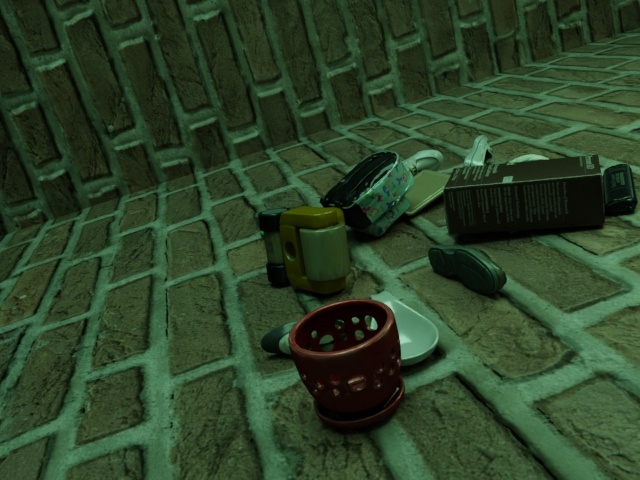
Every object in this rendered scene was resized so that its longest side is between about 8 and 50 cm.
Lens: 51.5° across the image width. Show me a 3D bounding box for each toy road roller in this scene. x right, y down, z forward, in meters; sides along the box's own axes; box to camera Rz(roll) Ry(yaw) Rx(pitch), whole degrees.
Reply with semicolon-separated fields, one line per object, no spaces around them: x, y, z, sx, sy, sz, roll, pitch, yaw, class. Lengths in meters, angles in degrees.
0.000;0.000;1.783;0.240;0.203;0.329;-17;15;-34;toy road roller

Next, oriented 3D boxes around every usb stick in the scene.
0.781;-0.138;1.738;0.077;0.045;0.278;-15;19;27;usb stick

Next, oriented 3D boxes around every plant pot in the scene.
0.056;0.220;1.169;0.191;0.174;0.191;-15;19;5;plant pot

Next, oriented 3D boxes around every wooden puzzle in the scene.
0.314;-0.150;2.118;0.238;0.044;0.221;-30;22;-14;wooden puzzle

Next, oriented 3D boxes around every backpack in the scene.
0.156;-0.144;1.985;0.253;0.191;0.225;-51;25;-11;backpack

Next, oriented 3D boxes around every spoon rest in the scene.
0.149;0.173;1.359;0.137;0.084;0.276;-19;19;-6;spoon rest

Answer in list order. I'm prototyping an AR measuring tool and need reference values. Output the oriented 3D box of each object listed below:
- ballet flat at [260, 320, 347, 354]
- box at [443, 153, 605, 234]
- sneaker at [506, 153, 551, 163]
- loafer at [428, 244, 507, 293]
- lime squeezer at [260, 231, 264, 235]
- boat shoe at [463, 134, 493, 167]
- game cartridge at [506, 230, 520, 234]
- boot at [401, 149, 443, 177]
-0.030;0.207;1.434;0.203;0.074;0.074;-16;20;-3;ballet flat
0.523;-0.118;1.715;0.381;0.143;0.191;-3;21;20;box
0.551;-0.159;1.939;0.282;0.110;0.122;-15;37;13;sneaker
0.348;0.048;1.524;0.084;0.096;0.267;-17;17;-19;loafer
-0.108;-0.026;2.135;0.310;0.059;0.110;-3;24;36;lime squeezer
0.562;-0.292;2.301;0.075;0.083;0.226;8;41;26;boat shoe
0.504;-0.040;1.741;0.055;0.017;0.083;-23;20;-6;game cartridge
0.308;-0.232;2.328;0.258;0.095;0.123;-20;24;17;boot
